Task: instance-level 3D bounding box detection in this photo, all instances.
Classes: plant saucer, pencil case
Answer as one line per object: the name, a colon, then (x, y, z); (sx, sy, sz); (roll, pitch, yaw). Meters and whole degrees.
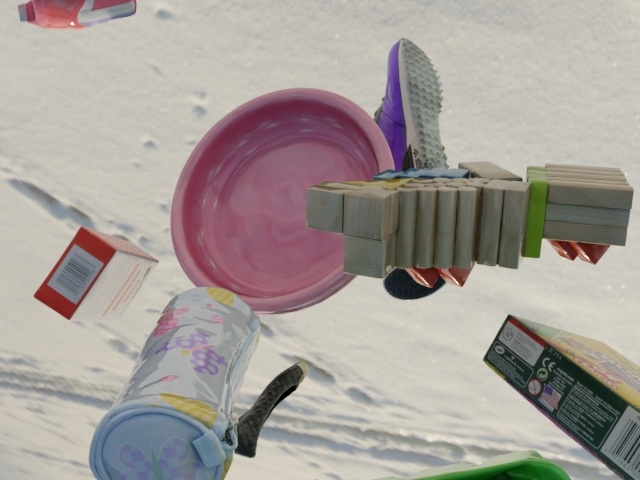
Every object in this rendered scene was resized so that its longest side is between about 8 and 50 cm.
plant saucer: (-0.048, -0.051, 1.060); (0.332, 0.332, 0.084); (7, 162, 24)
pencil case: (-0.127, 0.140, 0.732); (0.124, 0.273, 0.113); (-34, 104, 11)

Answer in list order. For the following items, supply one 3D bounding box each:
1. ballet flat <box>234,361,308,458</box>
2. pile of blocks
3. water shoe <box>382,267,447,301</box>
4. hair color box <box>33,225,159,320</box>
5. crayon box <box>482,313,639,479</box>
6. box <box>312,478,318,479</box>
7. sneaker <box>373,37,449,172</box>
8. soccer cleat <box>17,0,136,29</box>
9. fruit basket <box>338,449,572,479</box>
ballet flat: (-0.065, 0.228, 1.028); (0.049, 0.173, 0.057); (32, 137, 14)
pile of blocks: (0.160, -0.014, 0.816); (0.361, 0.149, 0.113); (-2, 108, -10)
water shoe: (0.199, 0.036, 1.261); (0.203, 0.080, 0.073); (-30, 94, 20)
hair color box: (-0.254, 0.043, 0.880); (0.053, 0.093, 0.167); (33, 176, 7)
crayon box: (0.494, 0.273, 1.224); (0.313, 0.106, 0.363); (16, -164, -39)
box: (-0.020, 0.548, 1.380); (0.171, 0.130, 0.091); (62, 177, 1)
sneaker: (0.113, -0.170, 1.193); (0.146, 0.294, 0.102); (-16, 161, 38)
soccer cleat: (-0.217, -0.283, 0.641); (0.095, 0.248, 0.083); (-6, 156, -19)
fruit basket: (0.054, 0.319, 0.644); (0.392, 0.392, 0.283); (-19, 87, 47)
